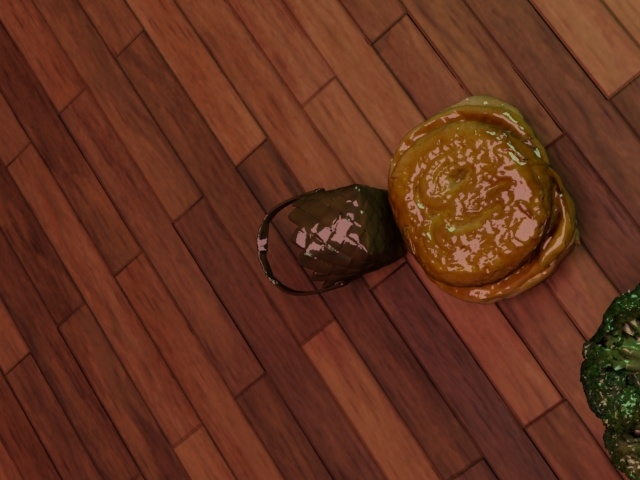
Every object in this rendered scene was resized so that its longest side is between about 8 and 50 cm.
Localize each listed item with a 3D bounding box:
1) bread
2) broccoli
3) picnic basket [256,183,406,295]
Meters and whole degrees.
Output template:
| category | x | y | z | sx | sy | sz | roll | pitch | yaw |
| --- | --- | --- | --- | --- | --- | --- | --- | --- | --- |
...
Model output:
| category | x | y | z | sx | sy | sz | roll | pitch | yaw |
| --- | --- | --- | --- | --- | --- | --- | --- | --- | --- |
| bread | 0.181 | -0.045 | 1.316 | 0.198 | 0.120 | 0.236 | -33 | 75 | 24 |
| broccoli | 0.400 | 0.143 | 1.127 | 0.270 | 0.270 | 0.270 | 0 | 90 | 4 |
| picnic basket | 0.000 | 0.000 | 1.394 | 0.178 | 0.138 | 0.128 | -13 | 82 | 24 |
